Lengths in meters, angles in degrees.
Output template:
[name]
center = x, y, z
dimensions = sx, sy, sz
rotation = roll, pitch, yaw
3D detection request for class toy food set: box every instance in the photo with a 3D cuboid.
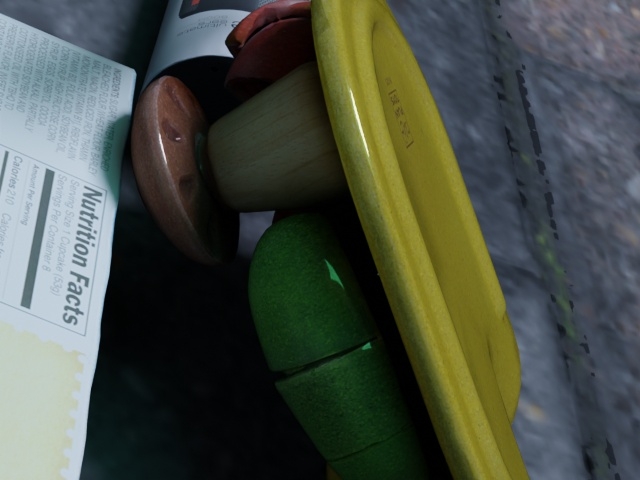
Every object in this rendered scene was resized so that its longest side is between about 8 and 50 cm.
[toy food set]
center = 0.000, 0.000, 0.495
dimensions = 0.128, 0.071, 0.218
rotation = -41, 112, -76

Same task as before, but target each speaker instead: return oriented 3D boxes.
[speaker]
center = -0.022, -0.076, 0.603
dimensions = 0.055, 0.055, 0.136
rotation = 27, 40, -14

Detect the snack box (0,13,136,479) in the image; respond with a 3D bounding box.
[snack box]
center = -0.145, 0.047, 0.374
dimensions = 0.187, 0.060, 0.322
rotation = 23, 40, -19
